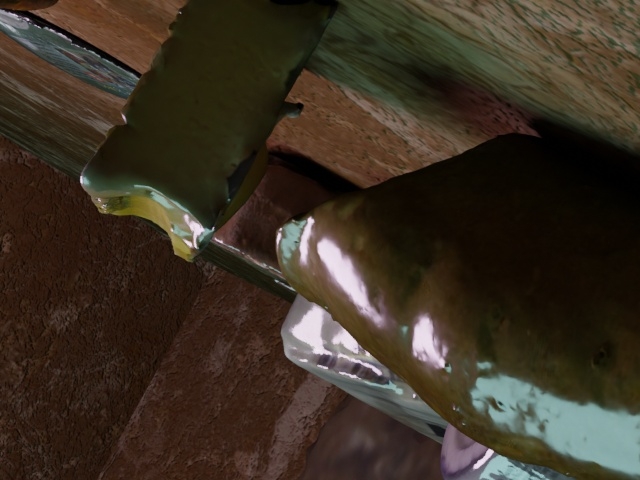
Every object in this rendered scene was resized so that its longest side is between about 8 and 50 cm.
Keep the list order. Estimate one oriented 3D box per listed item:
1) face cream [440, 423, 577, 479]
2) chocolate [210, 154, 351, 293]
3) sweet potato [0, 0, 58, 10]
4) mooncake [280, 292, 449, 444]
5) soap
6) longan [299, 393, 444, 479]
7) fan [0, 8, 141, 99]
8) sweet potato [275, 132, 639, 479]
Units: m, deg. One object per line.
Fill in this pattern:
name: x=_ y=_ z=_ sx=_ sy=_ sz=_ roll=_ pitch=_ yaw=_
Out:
face cream: x=0.178 y=0.107 z=1.149 sx=0.153 sy=0.177 sz=0.177 roll=31 pitch=175 yaw=-7
chocolate: x=0.000 y=0.000 z=1.542 sx=0.214 sy=0.093 sz=0.148 roll=29 pitch=174 yaw=-14
sweet potato: x=-0.213 y=-0.175 z=1.170 sx=0.078 sy=0.058 sz=0.255 roll=8 pitch=180 yaw=-1
mooncake: x=0.129 y=0.083 z=1.370 sx=0.254 sy=0.136 sz=0.250 roll=31 pitch=163 yaw=-39
soap: x=-0.059 y=-0.062 z=0.986 sx=0.076 sy=0.135 sz=0.233 roll=29 pitch=175 yaw=-1
longan: x=0.177 y=0.298 z=1.756 sx=0.404 sy=0.404 sz=0.436 roll=32 pitch=-179 yaw=-36
fan: x=-0.226 y=-0.167 z=1.568 sx=0.223 sy=0.012 sz=0.294 roll=26 pitch=175 yaw=29
sweet potato: x=0.152 y=0.051 z=0.886 sx=0.370 sy=0.158 sz=0.158 roll=27 pitch=175 yaw=35
